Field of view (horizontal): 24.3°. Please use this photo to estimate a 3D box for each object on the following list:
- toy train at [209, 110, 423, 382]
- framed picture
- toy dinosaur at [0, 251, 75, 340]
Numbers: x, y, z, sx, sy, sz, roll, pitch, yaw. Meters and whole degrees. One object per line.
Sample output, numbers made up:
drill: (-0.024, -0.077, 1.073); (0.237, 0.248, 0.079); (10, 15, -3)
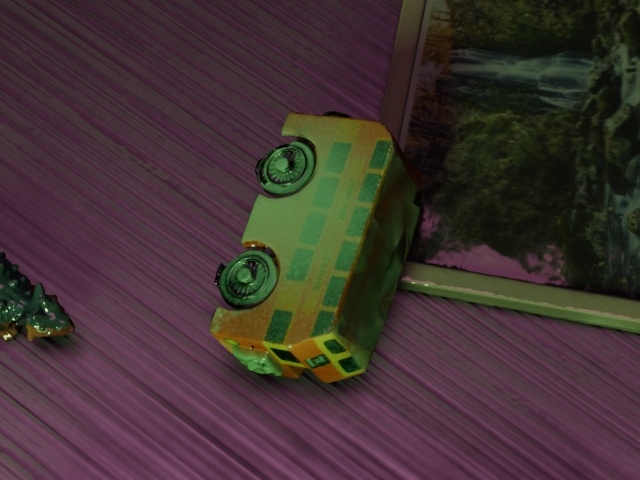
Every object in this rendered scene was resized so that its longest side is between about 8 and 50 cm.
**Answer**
toy train: (0.000, 0.000, 0.957); (0.099, 0.072, 0.188); (7, 67, 30)
framed picture: (0.163, -0.098, 1.044); (0.240, 0.020, 0.324); (11, 67, 5)
toy dinosaur: (-0.226, 0.027, 0.969); (0.154, 0.055, 0.049); (25, 72, 8)
